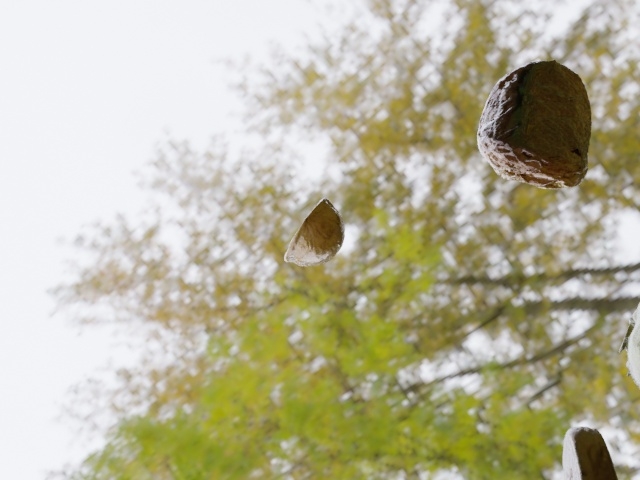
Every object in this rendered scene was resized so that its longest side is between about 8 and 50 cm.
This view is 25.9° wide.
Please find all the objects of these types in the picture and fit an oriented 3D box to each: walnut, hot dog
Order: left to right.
[{"bbox_3d":[0.000,0.000,1.691,0.052,0.091,0.121,36,177,7],"label":"walnut"},{"bbox_3d":[0.302,-0.155,1.924,0.160,0.099,0.227,18,-129,4],"label":"hot dog"}]

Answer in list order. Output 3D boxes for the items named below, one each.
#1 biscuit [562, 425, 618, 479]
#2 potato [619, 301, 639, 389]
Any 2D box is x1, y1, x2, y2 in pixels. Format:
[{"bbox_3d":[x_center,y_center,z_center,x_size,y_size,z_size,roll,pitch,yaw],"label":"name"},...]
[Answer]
[{"bbox_3d":[0.336,0.446,1.647,0.076,0.394,0.368,-4,-127,-2],"label":"biscuit"},{"bbox_3d":[0.512,0.156,1.526,0.359,0.270,0.219,22,-100,-21],"label":"potato"}]
